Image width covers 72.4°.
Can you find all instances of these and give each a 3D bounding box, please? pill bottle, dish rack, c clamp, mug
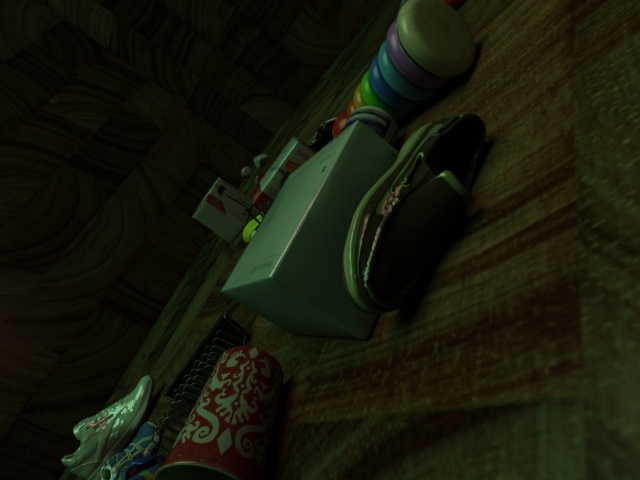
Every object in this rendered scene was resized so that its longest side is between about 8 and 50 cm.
[{"bbox_3d":[0.065,-0.141,0.747,0.094,0.094,0.169,-30,29,55],"label":"pill bottle"},{"bbox_3d":[-0.207,0.263,0.752,0.208,0.074,0.271,-54,12,8],"label":"dish rack"},{"bbox_3d":[-0.117,-0.036,1.002,0.022,0.137,0.160,-36,13,5],"label":"c clamp"},{"bbox_3d":[-0.118,0.229,0.529,0.150,0.113,0.169,-44,17,30],"label":"mug"}]

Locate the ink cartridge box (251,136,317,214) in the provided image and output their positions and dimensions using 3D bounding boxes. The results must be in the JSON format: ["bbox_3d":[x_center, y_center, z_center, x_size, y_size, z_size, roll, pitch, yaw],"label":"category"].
[{"bbox_3d":[-0.059,-0.132,1.018,0.176,0.128,0.127,-53,17,9],"label":"ink cartridge box"}]

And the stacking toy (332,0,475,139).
[{"bbox_3d":[0.121,-0.270,0.805,0.330,0.141,0.141,-38,23,59],"label":"stacking toy"}]

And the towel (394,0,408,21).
[{"bbox_3d":[0.166,-0.437,0.997,0.370,0.040,0.271,-74,5,-47],"label":"towel"}]

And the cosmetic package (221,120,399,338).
[{"bbox_3d":[0.000,0.000,0.588,0.224,0.138,0.224,-22,38,62],"label":"cosmetic package"}]

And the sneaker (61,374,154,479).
[{"bbox_3d":[-0.584,0.509,1.219,0.305,0.152,0.114,-60,15,-21],"label":"sneaker"}]

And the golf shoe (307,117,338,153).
[{"bbox_3d":[0.026,-0.297,1.192,0.198,0.077,0.093,-25,34,58],"label":"golf shoe"}]

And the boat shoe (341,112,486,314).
[{"bbox_3d":[0.106,-0.043,0.454,0.095,0.095,0.257,-19,39,54],"label":"boat shoe"}]

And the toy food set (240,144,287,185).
[{"bbox_3d":[-0.179,-0.284,1.649,0.232,0.111,0.104,-28,5,-24],"label":"toy food set"}]

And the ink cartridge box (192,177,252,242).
[{"bbox_3d":[-0.421,-0.139,1.927,0.114,0.197,0.273,-48,19,20],"label":"ink cartridge box"}]

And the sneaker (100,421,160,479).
[{"bbox_3d":[-0.403,0.464,0.917,0.080,0.081,0.211,-51,15,21],"label":"sneaker"}]

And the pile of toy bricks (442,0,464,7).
[{"bbox_3d":[0.327,-0.602,0.929,0.212,0.118,0.105,-45,53,0],"label":"pile of toy bricks"}]

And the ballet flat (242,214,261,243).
[{"bbox_3d":[-0.144,-0.035,1.183,0.231,0.077,0.077,-40,39,36],"label":"ballet flat"}]

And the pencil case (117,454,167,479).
[{"bbox_3d":[-0.278,0.427,0.560,0.306,0.133,0.119,-55,-17,-2],"label":"pencil case"}]
